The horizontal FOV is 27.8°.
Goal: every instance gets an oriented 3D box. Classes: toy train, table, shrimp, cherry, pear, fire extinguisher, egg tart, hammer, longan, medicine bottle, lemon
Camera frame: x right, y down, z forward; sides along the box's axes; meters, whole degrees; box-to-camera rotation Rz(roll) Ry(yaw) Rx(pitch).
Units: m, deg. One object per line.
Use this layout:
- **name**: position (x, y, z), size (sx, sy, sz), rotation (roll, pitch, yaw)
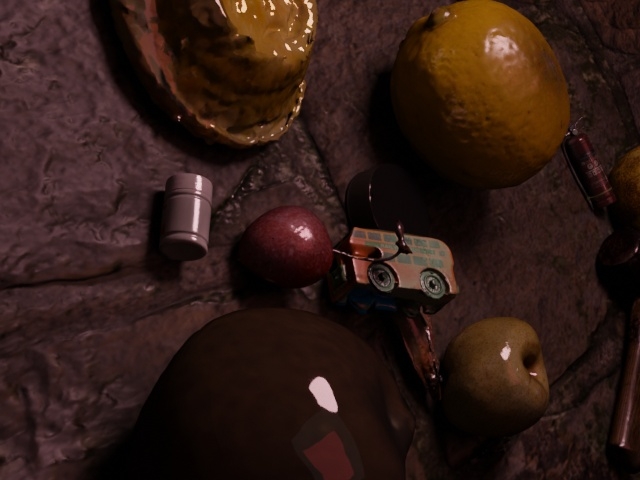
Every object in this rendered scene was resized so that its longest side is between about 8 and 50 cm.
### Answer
- **toy train**: position (0.095, 0.045, 1.701), size (0.188, 0.072, 0.099), rotation (7, 54, -31)
- **table**: position (0.095, -0.039, 1.792), size (0.133, 0.043, 0.134), rotation (24, 56, -42)
- **shrimp**: position (0.136, 0.127, 1.768), size (0.101, 0.042, 0.190), rotation (0, 71, -55)
- **cherry**: position (0.000, 0.000, 1.600), size (0.225, 0.090, 0.107), rotation (-10, 49, -29)
- **pear**: position (0.619, -0.083, 2.314), size (0.197, 0.197, 0.197), rotation (24, 56, -41)
- **pear**: position (0.241, 0.190, 1.787), size (0.167, 0.136, 0.167), rotation (29, 51, -43)
- **fire extinguisher**: position (0.468, -0.133, 2.273), size (0.064, 0.043, 0.158), rotation (-28, 96, -9)
- **egg tart**: position (-0.108, -0.283, 1.603), size (0.345, 0.132, 0.345), rotation (24, 57, -44)
- **hammer**: position (0.533, 0.200, 2.179), size (0.242, 0.095, 0.409), rotation (43, 51, -28)
- **longan**: position (-0.049, 0.209, 1.344), size (0.288, 0.288, 0.350), rotation (54, 30, -18)
- **medicine bottle**: position (-0.154, -0.026, 1.486), size (0.057, 0.057, 0.089), rotation (27, 55, -40)
- **lemon**: position (0.230, -0.207, 1.867), size (0.284, 0.260, 0.261), rotation (48, 39, -54)
